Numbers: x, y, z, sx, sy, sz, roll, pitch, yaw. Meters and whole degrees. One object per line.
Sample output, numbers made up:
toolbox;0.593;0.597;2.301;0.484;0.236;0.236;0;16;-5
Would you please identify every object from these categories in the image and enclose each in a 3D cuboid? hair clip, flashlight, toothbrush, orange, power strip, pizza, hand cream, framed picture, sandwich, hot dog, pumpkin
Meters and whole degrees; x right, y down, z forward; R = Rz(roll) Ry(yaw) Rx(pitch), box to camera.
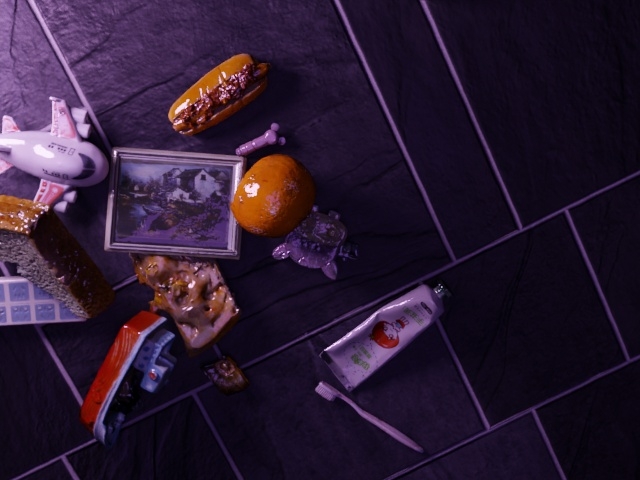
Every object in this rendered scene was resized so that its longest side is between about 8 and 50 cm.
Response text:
hair clip;0.001;0.001;1.932;0.187;0.056;0.146;19;92;-6
flashlight;-0.133;-0.213;1.890;0.110;0.031;0.052;-24;104;5
toothbrush;0.117;0.421;2.036;0.307;0.025;0.030;34;104;-10
orange;-0.094;-0.090;1.834;0.161;0.193;0.193;40;95;-4
power strip;-0.687;0.133;1.898;0.367;0.043;0.106;-3;100;-5
pizza;-0.304;0.104;1.914;0.189;0.071;0.297;-31;96;5
hand cream;0.159;0.209;1.987;0.336;0.076;0.121;-38;100;9
framed picture;-0.313;-0.081;1.877;0.296;0.019;0.232;3;87;-6
sandwich;-0.593;0.033;1.824;0.100;0.254;0.288;-58;134;-34
hot dog;-0.213;-0.313;1.841;0.249;0.076;0.102;-33;98;2
pumpkin;-0.217;0.307;1.981;0.073;0.035;0.101;-32;105;13

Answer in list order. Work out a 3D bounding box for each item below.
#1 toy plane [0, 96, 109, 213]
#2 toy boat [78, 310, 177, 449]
toy plane;-0.571;-0.176;1.815;0.252;0.118;0.252;-2;103;-7
toy boat;-0.418;0.323;1.899;0.133;0.145;0.332;31;109;4
